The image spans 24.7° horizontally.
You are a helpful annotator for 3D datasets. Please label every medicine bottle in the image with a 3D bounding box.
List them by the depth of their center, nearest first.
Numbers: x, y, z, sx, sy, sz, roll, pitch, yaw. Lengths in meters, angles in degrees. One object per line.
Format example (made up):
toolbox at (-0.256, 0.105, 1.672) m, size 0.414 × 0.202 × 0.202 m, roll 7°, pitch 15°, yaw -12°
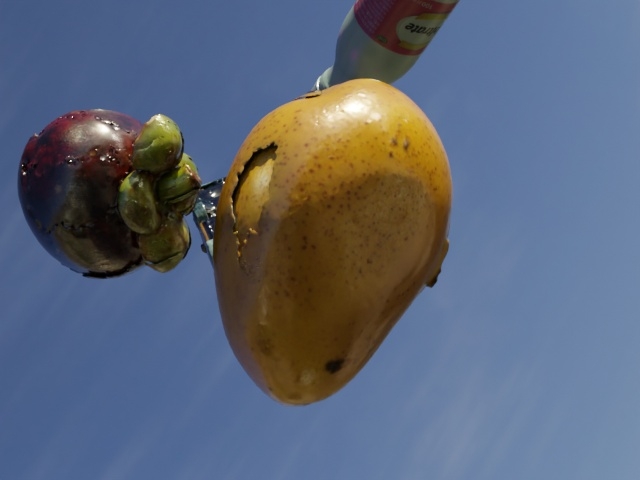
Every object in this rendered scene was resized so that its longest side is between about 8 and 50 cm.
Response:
medicine bottle at (0.066, -0.216, 1.551) m, size 0.090 × 0.090 × 0.217 m, roll -31°, pitch -18°, yaw -48°

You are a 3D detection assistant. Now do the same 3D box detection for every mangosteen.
mangosteen at (-0.188, -0.044, 1.358) m, size 0.166 × 0.180 × 0.166 m, roll 4°, pitch -95°, yaw -57°

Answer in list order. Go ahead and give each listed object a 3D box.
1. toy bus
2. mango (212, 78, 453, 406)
toy bus at (-0.088, 0.007, 1.740) m, size 0.098 × 0.201 × 0.114 m, roll -20°, pitch -58°, yaw -7°
mango at (0.000, 0.000, 1.240) m, size 0.191 × 0.160 × 0.290 m, roll 16°, pitch -91°, yaw -40°
